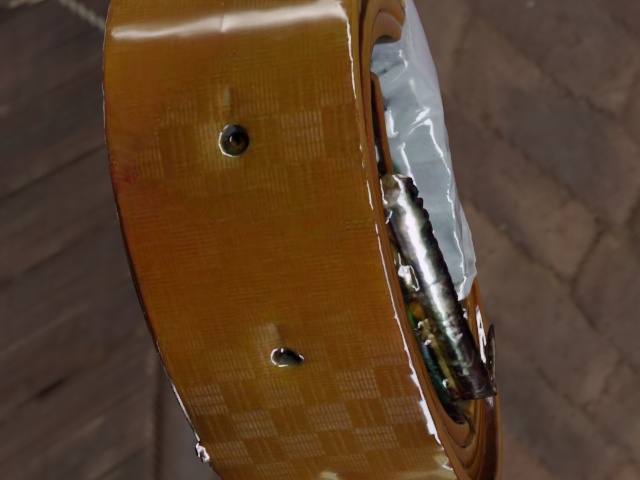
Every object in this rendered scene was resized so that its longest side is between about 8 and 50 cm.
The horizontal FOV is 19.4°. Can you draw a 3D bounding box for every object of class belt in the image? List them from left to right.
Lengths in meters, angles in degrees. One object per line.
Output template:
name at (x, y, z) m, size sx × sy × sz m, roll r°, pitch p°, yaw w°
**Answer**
belt at (0.000, 0.000, 0.691) m, size 0.105 × 0.184 × 0.261 m, roll -9°, pitch 145°, yaw 13°
